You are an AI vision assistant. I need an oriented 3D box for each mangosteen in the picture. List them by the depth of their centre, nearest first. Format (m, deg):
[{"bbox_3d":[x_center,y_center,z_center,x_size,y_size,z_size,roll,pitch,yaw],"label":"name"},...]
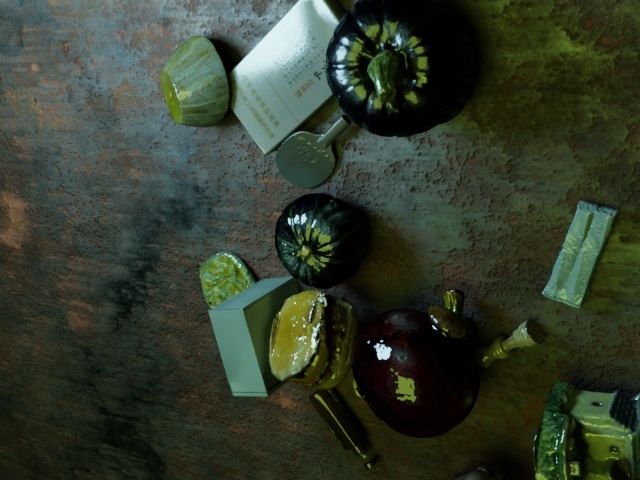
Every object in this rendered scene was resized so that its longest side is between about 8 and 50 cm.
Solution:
[{"bbox_3d":[0.218,0.275,1.775,0.297,0.293,0.297,47,154,31],"label":"mangosteen"}]

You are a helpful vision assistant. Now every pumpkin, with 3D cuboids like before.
[{"bbox_3d":[0.142,-0.339,1.559,0.296,0.296,0.295,12,115,28],"label":"pumpkin"},{"bbox_3d":[0.000,0.000,1.864,0.221,0.162,0.220,11,116,23],"label":"pumpkin"},{"bbox_3d":[-0.315,-0.362,1.924,0.217,0.110,0.217,32,134,39],"label":"pumpkin"}]

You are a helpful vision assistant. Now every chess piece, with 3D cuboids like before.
[{"bbox_3d":[0.398,0.230,1.769,0.172,0.060,0.060,-36,87,39],"label":"chess piece"}]

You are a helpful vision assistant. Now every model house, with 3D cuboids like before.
[{"bbox_3d":[0.590,0.463,1.616,0.266,0.261,0.321,-1,114,30],"label":"model house"}]

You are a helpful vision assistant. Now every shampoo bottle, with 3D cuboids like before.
[{"bbox_3d":[0.061,0.476,2.076,0.067,0.068,0.236,-39,84,37],"label":"shampoo bottle"}]

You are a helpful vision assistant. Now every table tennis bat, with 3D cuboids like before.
[{"bbox_3d":[-0.010,-0.205,1.858,0.131,0.022,0.234,42,129,-10],"label":"table tennis bat"}]

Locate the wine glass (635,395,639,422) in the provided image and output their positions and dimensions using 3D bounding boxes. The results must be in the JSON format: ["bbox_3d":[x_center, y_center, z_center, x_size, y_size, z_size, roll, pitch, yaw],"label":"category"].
[{"bbox_3d":[0.761,0.209,1.413,0.267,0.267,0.406,31,118,19],"label":"wine glass"}]

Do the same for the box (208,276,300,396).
[{"bbox_3d":[-0.139,0.231,2.004,0.117,0.225,0.225,-7,104,35],"label":"box"}]

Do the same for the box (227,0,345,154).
[{"bbox_3d":[-0.062,-0.372,1.821,0.365,0.051,0.204,-36,87,38],"label":"box"}]

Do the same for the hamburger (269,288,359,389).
[{"bbox_3d":[-0.010,0.230,1.885,0.163,0.244,0.244,23,132,-29],"label":"hamburger"}]

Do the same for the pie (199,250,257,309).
[{"bbox_3d":[-0.239,0.117,2.136,0.187,0.041,0.186,12,115,29],"label":"pie"}]

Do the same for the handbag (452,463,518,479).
[{"bbox_3d":[0.342,0.615,1.838,0.149,0.283,0.302,40,163,14],"label":"handbag"}]

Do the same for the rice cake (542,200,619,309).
[{"bbox_3d":[0.515,0.028,1.621,0.085,0.040,0.226,25,121,23],"label":"rice cake"}]

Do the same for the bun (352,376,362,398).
[{"bbox_3d":[0.112,0.358,2.000,0.086,0.055,0.086,12,114,29],"label":"bun"}]
